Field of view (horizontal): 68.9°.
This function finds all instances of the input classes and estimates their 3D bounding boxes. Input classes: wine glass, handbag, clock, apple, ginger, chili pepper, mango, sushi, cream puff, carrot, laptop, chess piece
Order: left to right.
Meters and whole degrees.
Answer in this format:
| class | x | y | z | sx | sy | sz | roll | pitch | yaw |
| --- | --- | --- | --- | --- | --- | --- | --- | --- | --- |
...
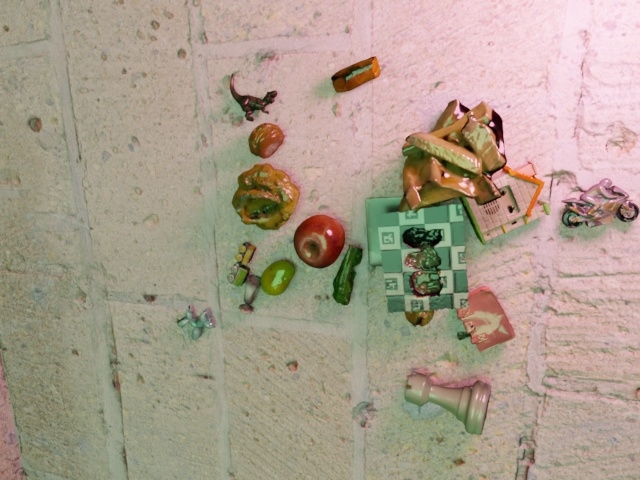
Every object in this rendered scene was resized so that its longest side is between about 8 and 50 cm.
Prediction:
| class | x | y | z | sx | sy | sz | roll | pitch | yaw |
| --- | --- | --- | --- | --- | --- | --- | --- | --- | --- |
| wine glass | -0.295 | 0.228 | 1.973 | 0.072 | 0.072 | 0.155 | 23 | 110 | 11 |
| cream puff | -0.221 | -0.161 | 1.792 | 0.281 | 0.185 | 0.282 | 4 | 101 | 18 |
| cream puff | -0.212 | -0.382 | 1.766 | 0.103 | 0.126 | 0.144 | 46 | 104 | 19 |
| mango | -0.178 | 0.149 | 1.912 | 0.117 | 0.089 | 0.163 | 33 | 99 | 15 |
| apple | 0.000 | 0.000 | 1.780 | 0.201 | 0.162 | 0.201 | 10 | 115 | 22 |
| chili pepper | 0.102 | 0.133 | 1.807 | 0.083 | 0.099 | 0.253 | 22 | 109 | 21 |
| carrot | 0.124 | -0.577 | 1.634 | 0.173 | 0.082 | 0.082 | -16 | 98 | 21 |
| laptop | 0.268 | -0.031 | 1.759 | 0.187 | 0.015 | 0.269 | -1 | 103 | 17 |
| cream puff | 0.373 | 0.259 | 1.747 | 0.104 | 0.133 | 0.119 | 1 | 69 | -22 |
| sushi | 0.372 | 0.061 | 1.684 | 0.296 | 0.100 | 0.373 | -6 | 100 | 13 |
| ginger | 0.389 | -0.266 | 1.468 | 0.358 | 0.211 | 0.413 | 19 | 92 | 50 |
| chess piece | 0.478 | 0.596 | 1.770 | 0.299 | 0.194 | 0.195 | 11 | 107 | 24 |
| handbag | 0.594 | 0.288 | 1.705 | 0.157 | 0.059 | 0.212 | -29 | 94 | 14 |
| clock | 0.615 | -0.142 | 1.571 | 0.255 | 0.106 | 0.220 | -25 | 104 | 11 |

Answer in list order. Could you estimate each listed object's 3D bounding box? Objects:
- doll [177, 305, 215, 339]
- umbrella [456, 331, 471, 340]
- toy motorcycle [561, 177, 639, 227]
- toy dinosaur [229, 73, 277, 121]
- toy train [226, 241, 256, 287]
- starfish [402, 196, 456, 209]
| class | x | y | z | sx | sy | sz | roll | pitch | yaw |
| --- | --- | --- | --- | --- | --- | --- | --- | --- | --- |
| doll | -0.547 | 0.364 | 2.090 | 0.159 | 0.059 | 0.158 | 36 | 111 | 8 |
| umbrella | 0.549 | 0.359 | 1.767 | 0.083 | 0.020 | 0.031 | -18 | 64 | 19 |
| toy motorcycle | 0.900 | -0.123 | 1.508 | 0.225 | 0.073 | 0.152 | -7 | 100 | 17 |
| toy dinosaur | -0.253 | -0.555 | 1.793 | 0.187 | 0.087 | 0.179 | -5 | 65 | 3 |
| toy train | -0.327 | 0.102 | 1.957 | 0.081 | 0.060 | 0.202 | 26 | 110 | 2 |
| starfish | 0.407 | -0.132 | 1.671 | 0.208 | 0.053 | 0.176 | -28 | 101 | 23 |
